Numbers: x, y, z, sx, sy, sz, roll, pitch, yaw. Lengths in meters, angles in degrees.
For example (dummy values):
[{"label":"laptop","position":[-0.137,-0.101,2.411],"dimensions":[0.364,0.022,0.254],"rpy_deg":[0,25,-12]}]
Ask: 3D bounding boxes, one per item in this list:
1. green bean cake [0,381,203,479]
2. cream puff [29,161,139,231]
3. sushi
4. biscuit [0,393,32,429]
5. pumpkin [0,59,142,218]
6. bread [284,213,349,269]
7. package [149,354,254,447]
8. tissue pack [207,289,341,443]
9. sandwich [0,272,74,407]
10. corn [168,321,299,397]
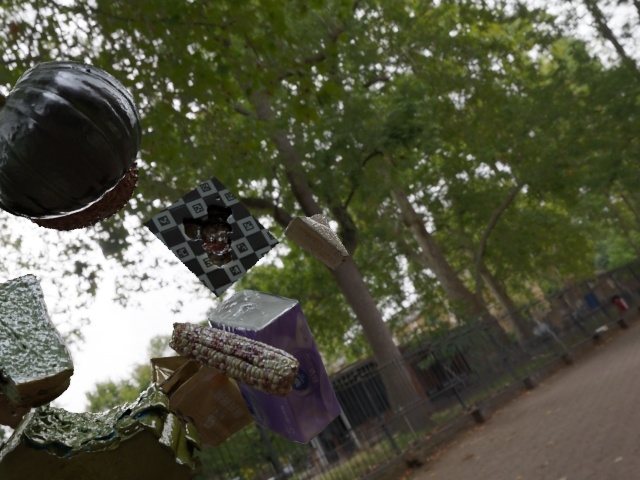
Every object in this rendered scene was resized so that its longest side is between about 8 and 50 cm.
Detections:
[{"label":"green bean cake","position":[-0.413,0.394,1.188],"dimensions":[0.310,0.285,0.202],"rpy_deg":[-34,13,-2]},{"label":"cream puff","position":[-0.600,-0.156,1.476],"dimensions":[0.350,0.228,0.350],"rpy_deg":[-16,-37,-12]},{"label":"sushi","position":[-0.360,-0.010,2.058],"dimensions":[0.320,0.339,0.069],"rpy_deg":[-44,-4,-35]},{"label":"biscuit","position":[-0.848,0.323,1.518],"dimensions":[0.325,0.217,0.044],"rpy_deg":[29,-14,-24]},{"label":"pumpkin","position":[-0.380,-0.146,0.869],"dimensions":[0.216,0.250,0.250],"rpy_deg":[37,-59,-27]},{"label":"bread","position":[-0.010,0.009,1.634],"dimensions":[0.105,0.152,0.077],"rpy_deg":[-12,-28,-47]},{"label":"package","position":[-0.349,0.477,1.772],"dimensions":[0.221,0.165,0.311],"rpy_deg":[-9,-43,23]},{"label":"tissue pack","position":[-0.119,0.301,1.522],"dimensions":[0.160,0.338,0.242],"rpy_deg":[-35,24,-35]},{"label":"sandwich","position":[-0.577,0.193,1.032],"dimensions":[0.273,0.249,0.095],"rpy_deg":[-14,-35,-39]},{"label":"corn","position":[-0.148,0.194,1.033],"dimensions":[0.079,0.237,0.079],"rpy_deg":[16,-90,-77]}]
